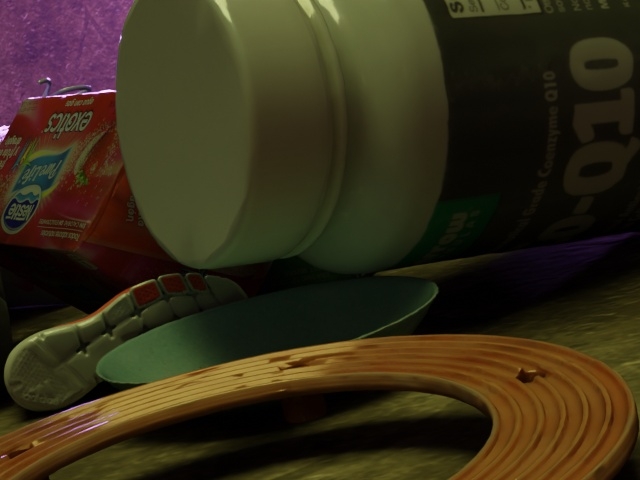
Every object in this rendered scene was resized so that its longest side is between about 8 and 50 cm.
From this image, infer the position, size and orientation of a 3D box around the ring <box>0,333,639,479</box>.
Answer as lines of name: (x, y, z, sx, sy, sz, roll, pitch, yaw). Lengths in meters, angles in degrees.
ring: (-0.034, 0.106, 0.794, 0.337, 0.032, 0.336, -11, 11, 2)

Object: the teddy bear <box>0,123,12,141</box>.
teddy bear: (-0.268, -0.028, 1.810, 0.245, 0.113, 0.338, -22, 19, -14)

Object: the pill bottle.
pill bottle: (0.072, -0.088, 1.163, 0.361, 0.204, 0.204, -8, 6, -30)

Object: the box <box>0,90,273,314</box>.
box: (-0.136, -0.019, 1.301, 0.128, 0.122, 0.257, 32, -13, -26)

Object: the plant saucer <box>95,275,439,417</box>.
plant saucer: (-0.026, 0.063, 1.055, 0.195, 0.037, 0.195, -12, 9, 2)

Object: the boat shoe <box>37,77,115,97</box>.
boat shoe: (-0.209, -0.088, 1.620, 0.095, 0.079, 0.254, -52, -10, 23)

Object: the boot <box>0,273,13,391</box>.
boot: (-0.449, -0.008, 1.207, 0.445, 0.367, 0.146, -16, -24, -16)

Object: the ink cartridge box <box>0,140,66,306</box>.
ink cartridge box: (-0.387, -0.062, 1.517, 0.324, 0.330, 0.071, -5, 48, 42)

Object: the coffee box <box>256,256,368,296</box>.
coffee box: (0.000, 0.000, 1.388, 0.113, 0.040, 0.184, -10, 10, 18)

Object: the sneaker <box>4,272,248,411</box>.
sneaker: (-0.120, 0.058, 1.165, 0.158, 0.061, 0.065, -15, 3, -16)
